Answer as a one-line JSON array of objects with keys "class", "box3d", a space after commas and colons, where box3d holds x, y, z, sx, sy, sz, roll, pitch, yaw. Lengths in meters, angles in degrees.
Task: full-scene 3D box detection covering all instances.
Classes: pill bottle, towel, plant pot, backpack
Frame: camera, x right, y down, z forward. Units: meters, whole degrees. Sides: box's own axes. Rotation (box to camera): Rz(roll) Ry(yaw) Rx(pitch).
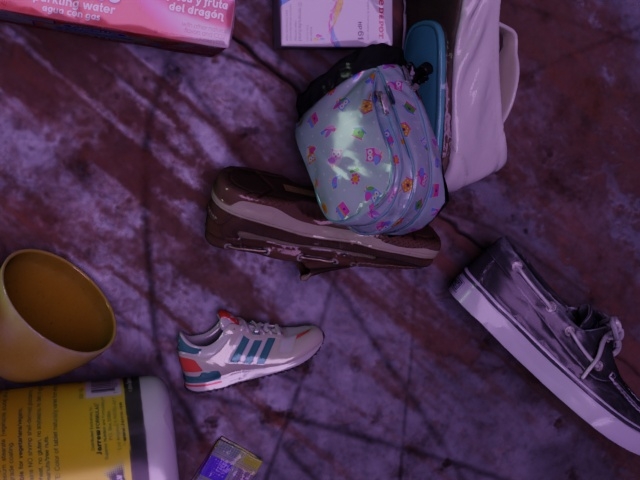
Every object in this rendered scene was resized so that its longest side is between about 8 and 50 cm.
[{"class": "pill bottle", "box3d": [-0.310, 0.242, 1.106, 0.334, 0.188, 0.188, -5, 97, -11]}, {"class": "towel", "box3d": [-0.108, 0.265, 1.240, 0.060, 0.009, 0.083, 32, 89, -12]}, {"class": "plant pot", "box3d": [-0.288, 0.090, 1.135, 0.134, 0.134, 0.095, 39, 114, -13]}, {"class": "backpack", "box3d": [0.049, -0.089, 1.128, 0.115, 0.152, 0.182, 2, 62, -43]}]

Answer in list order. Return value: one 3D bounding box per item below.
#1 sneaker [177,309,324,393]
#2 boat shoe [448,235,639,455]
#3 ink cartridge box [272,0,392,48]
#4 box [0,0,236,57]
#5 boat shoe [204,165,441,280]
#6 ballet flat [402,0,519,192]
[{"class": "sneaker", "box3d": [-0.077, 0.107, 1.205, 0.161, 0.057, 0.075, -16, 105, -7]}, {"class": "boat shoe", "box3d": [0.287, 0.116, 1.253, 0.306, 0.113, 0.105, 42, 101, -4]}, {"class": "ink cartridge box", "box3d": [0.013, -0.247, 1.187, 0.122, 0.052, 0.088, -2, 96, -13]}, {"class": "box", "box3d": [-0.231, -0.273, 1.082, 0.300, 0.154, 0.142, 8, 95, -11]}, {"class": "boat shoe", "box3d": [-0.001, -0.004, 1.203, 0.257, 0.095, 0.095, 16, 117, -15]}, {"class": "ballet flat", "box3d": [0.153, -0.250, 1.190, 0.139, 0.139, 0.400, -1, 101, -12]}]
